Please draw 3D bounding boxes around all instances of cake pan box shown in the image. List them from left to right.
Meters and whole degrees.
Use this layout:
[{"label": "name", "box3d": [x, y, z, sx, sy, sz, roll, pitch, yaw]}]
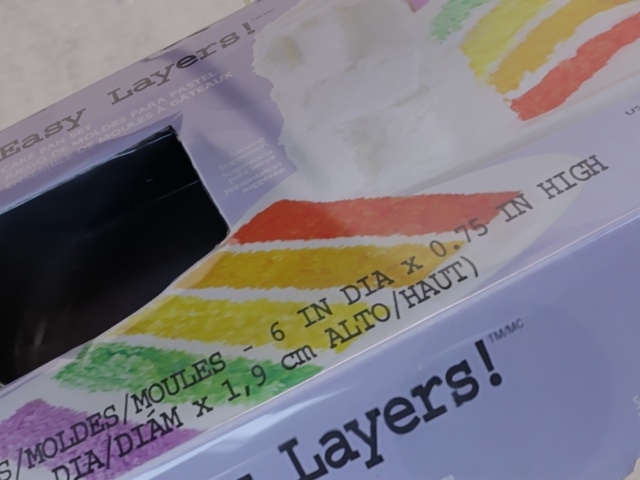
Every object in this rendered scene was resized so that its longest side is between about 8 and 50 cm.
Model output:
[{"label": "cake pan box", "box3d": [0.000, 0.000, 0.531, 0.266, 0.246, 0.070, -27, 114, -2]}]

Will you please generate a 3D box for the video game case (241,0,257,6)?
[{"label": "video game case", "box3d": [-0.018, -0.128, 0.913, 0.023, 0.212, 0.193, -33, 81, -5]}]
